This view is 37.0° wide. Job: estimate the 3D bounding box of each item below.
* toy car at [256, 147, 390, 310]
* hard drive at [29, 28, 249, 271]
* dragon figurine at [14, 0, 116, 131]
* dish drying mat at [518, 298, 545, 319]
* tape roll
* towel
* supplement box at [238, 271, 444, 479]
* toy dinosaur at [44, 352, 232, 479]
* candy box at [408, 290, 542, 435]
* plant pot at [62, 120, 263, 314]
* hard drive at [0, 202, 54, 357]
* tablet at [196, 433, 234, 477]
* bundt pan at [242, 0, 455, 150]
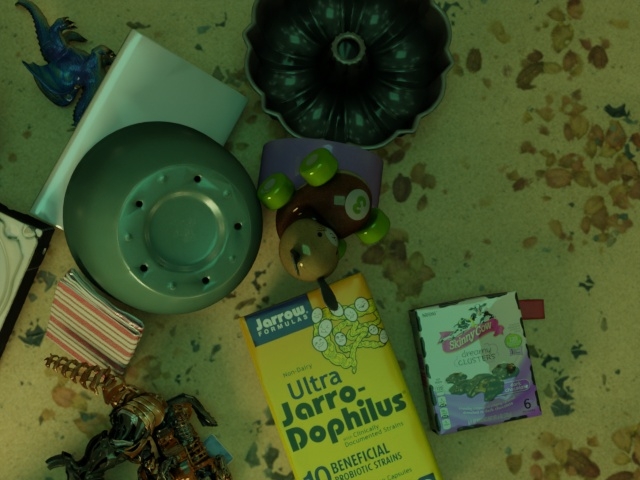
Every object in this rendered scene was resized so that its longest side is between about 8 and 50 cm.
[{"bbox_3d":[0.000,0.000,1.299,0.149,0.188,0.155,-28,123,25],"label":"toy car"},{"bbox_3d":[-0.279,-0.134,1.489,0.210,0.040,0.319,30,87,-19],"label":"hard drive"},{"bbox_3d":[-0.417,-0.271,1.529,0.289,0.085,0.144,37,81,2],"label":"dragon figurine"},{"bbox_3d":[0.318,0.111,1.536,0.083,0.008,0.032,-2,82,-3],"label":"dish drying mat"},{"bbox_3d":[-0.001,-0.093,1.464,0.189,0.189,0.080,7,82,-1],"label":"tape roll"},{"bbox_3d":[-0.338,0.135,1.429,0.144,0.197,0.029,37,51,3],"label":"towel"},{"bbox_3d":[0.031,0.252,1.410,0.194,0.195,0.356,-21,82,-5],"label":"supplement box"},{"bbox_3d":[-0.283,0.296,1.427,0.322,0.164,0.218,38,72,15],"label":"toy dinosaur"},{"bbox_3d":[0.237,0.188,1.485,0.165,0.070,0.196,-11,85,-4],"label":"candy box"},{"bbox_3d":[-0.215,-0.025,1.377,0.293,0.235,0.293,-2,97,-17],"label":"plant pot"},{"bbox_3d":[-0.574,0.086,1.437,0.237,0.064,0.339,26,97,2],"label":"hard drive"},{"bbox_3d":[-0.181,0.346,1.483,0.083,0.006,0.054,-42,84,-8],"label":"tablet"},{"bbox_3d":[0.042,-0.286,1.529,0.331,0.124,0.331,0,81,-1],"label":"bundt pan"}]
